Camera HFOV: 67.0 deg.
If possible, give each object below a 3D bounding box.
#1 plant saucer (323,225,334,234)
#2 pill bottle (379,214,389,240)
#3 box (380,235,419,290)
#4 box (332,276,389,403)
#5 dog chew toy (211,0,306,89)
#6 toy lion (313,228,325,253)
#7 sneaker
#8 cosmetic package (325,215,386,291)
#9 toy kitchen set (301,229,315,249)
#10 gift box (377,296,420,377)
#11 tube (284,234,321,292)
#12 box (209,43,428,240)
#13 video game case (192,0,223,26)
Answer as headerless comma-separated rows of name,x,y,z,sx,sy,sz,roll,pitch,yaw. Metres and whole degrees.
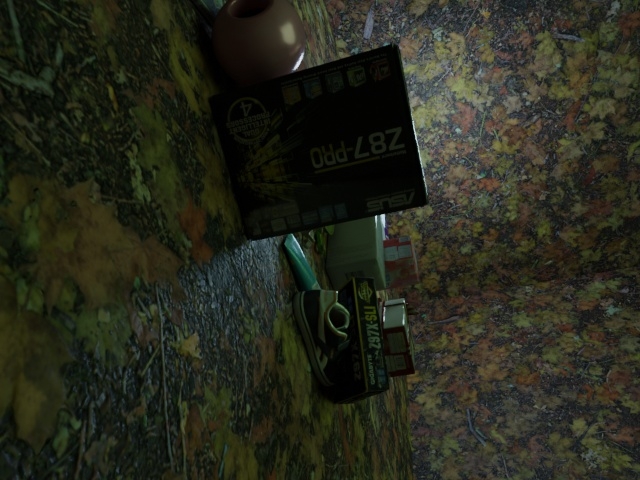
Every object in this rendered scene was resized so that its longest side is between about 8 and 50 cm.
plant saucer,0.000,-0.137,1.744,0.241,0.037,0.241,-11,90,-78
pill bottle,0.236,-0.057,2.352,0.182,0.181,0.323,64,19,-47
box,0.236,0.104,1.953,0.154,0.299,0.142,-84,158,-54
box,0.099,0.300,1.430,0.257,0.079,0.322,129,-39,-58
dog chew toy,-0.122,-0.393,1.126,0.332,0.206,0.207,75,11,-56
toy lion,0.000,0.000,1.651,0.096,0.034,0.100,63,19,-72
sneaker,0.029,0.273,1.330,0.126,0.127,0.321,-83,159,-57
cosmetic package,0.137,0.022,1.847,0.366,0.196,0.155,-81,156,-53
toy kitchen set,-0.016,-0.018,1.486,0.083,0.075,0.068,53,29,-53
gift box,0.272,0.394,1.946,0.258,0.276,0.255,-70,152,-68
tube,-0.050,0.079,1.335,0.080,0.052,0.207,-84,153,-65
box,0.000,-0.192,1.009,0.097,0.394,0.319,-58,136,-71
video game case,-0.263,-0.588,1.049,0.183,0.023,0.202,31,49,-72
